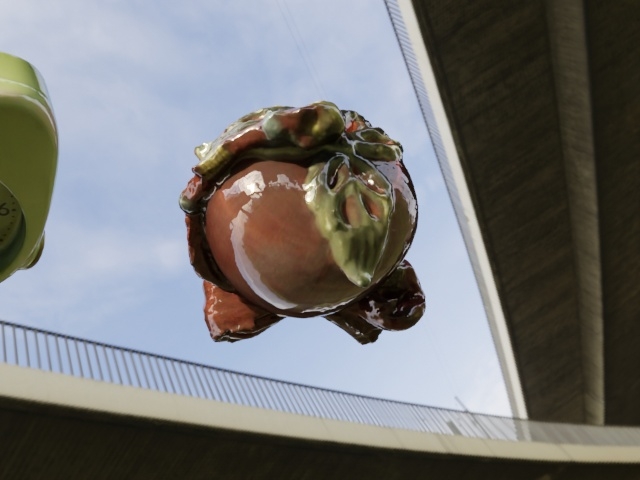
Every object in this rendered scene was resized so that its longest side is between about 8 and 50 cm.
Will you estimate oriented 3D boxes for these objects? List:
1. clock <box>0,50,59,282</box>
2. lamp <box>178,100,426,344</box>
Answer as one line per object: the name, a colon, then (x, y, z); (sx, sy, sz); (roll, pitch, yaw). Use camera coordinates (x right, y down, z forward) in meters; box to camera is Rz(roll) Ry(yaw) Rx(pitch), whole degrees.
clock: (-0.379, -0.031, 0.544); (0.235, 0.096, 0.308); (-3, -45, -33)
lamp: (0.000, -0.012, 0.447); (0.215, 0.151, 0.223); (6, -24, -16)
